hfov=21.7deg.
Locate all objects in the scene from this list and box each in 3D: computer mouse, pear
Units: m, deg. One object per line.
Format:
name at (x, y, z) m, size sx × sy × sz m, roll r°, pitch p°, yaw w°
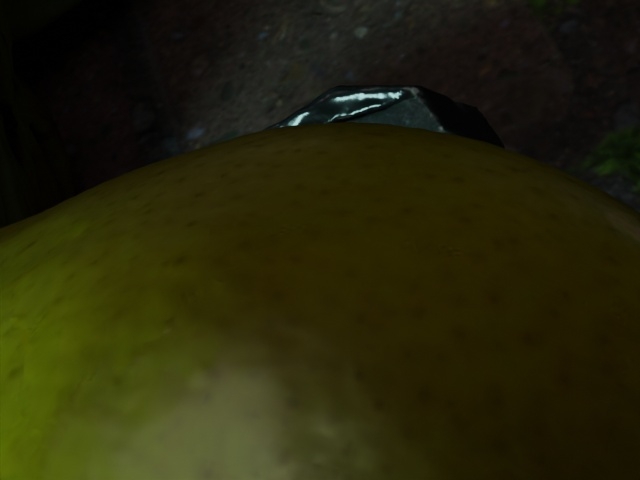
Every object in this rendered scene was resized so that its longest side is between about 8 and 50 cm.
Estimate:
computer mouse at (0.001, -0.001, 0.910) m, size 0.231 × 0.071 × 0.126 m, roll -26°, pitch 62°, yaw 22°
pear at (0.001, 0.135, 0.603) m, size 0.418 × 0.362 × 0.362 m, roll 9°, pitch 60°, yaw 16°

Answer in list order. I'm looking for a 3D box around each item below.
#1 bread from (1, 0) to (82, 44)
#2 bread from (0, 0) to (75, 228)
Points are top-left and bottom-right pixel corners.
bread at (-0.252, -0.289, 1.141) m, size 0.321 × 0.237 × 0.320 m, roll -20°, pitch 41°, yaw 19°
bread at (-0.293, -0.081, 1.000) m, size 0.277 × 0.324 × 0.167 m, roll -1°, pitch 22°, yaw 20°
